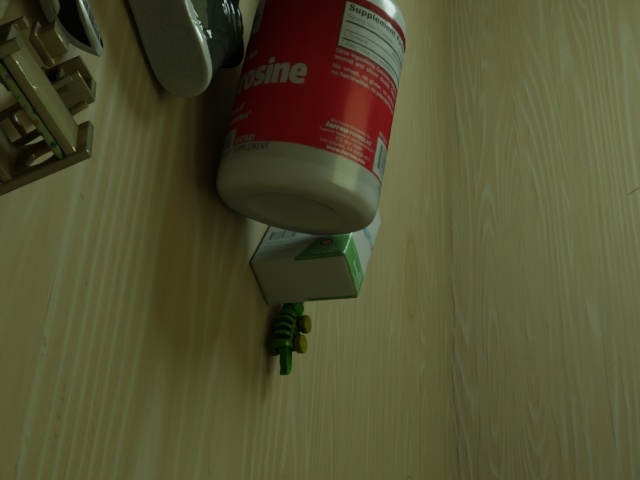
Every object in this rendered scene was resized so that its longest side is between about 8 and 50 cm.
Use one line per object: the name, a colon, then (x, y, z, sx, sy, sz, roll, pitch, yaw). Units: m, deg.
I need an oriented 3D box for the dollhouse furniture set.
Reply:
dollhouse furniture set: (-0.282, -0.160, 0.610, 0.161, 0.101, 0.182, -111, 177, -53)

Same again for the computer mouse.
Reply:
computer mouse: (-0.262, -0.265, 0.694, 0.106, 0.042, 0.193, -122, -166, -60)

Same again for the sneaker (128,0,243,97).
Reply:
sneaker: (-0.176, -0.339, 0.894, 0.147, 0.104, 0.296, -64, 146, -60)

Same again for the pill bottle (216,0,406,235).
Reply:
pill bottle: (-0.001, -0.231, 1.048, 0.229, 0.228, 0.408, 41, 56, -61)

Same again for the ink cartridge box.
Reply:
ink cartridge box: (0.000, 0.000, 1.166, 0.212, 0.154, 0.093, -70, 147, -51)

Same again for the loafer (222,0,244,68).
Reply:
loafer: (-0.149, -0.327, 1.011, 0.061, 0.062, 0.170, -34, 114, -62)

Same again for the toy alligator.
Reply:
toy alligator: (-0.047, 0.121, 1.142, 0.051, 0.056, 0.190, 63, 28, -42)
